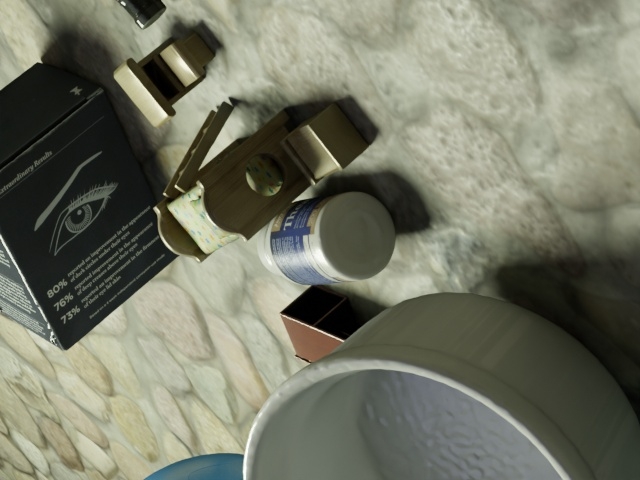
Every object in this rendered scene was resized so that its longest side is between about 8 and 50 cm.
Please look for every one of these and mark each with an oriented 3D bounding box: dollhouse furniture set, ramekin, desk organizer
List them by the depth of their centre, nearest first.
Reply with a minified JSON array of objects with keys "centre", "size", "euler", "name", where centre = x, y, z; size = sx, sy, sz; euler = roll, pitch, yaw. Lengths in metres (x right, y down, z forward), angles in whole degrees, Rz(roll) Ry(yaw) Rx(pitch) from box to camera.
[{"centre":[0.097,0.171,1.206],"size":[0.277,0.135,0.277],"euler":[15,123,24],"name":"ramekin"},{"centre":[-0.083,-0.082,1.268],"size":[0.161,0.101,0.182],"euler":[51,155,-7],"name":"dollhouse furniture set"},{"centre":[0.028,0.083,1.396],"size":[0.130,0.047,0.050],"euler":[20,141,46],"name":"desk organizer"}]

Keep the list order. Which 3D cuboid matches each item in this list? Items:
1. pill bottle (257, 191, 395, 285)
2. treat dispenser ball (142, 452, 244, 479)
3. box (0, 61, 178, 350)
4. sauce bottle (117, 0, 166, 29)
[{"centre":[0.000,0.000,1.294],"size":[0.067,0.067,0.120],"euler":[55,154,-15],"name":"pill bottle"},{"centre":[-0.099,0.360,1.722],"size":[0.288,0.288,0.288],"euler":[37,153,22],"name":"treat dispenser ball"},{"centre":[-0.244,-0.031,1.548],"size":[0.108,0.153,0.207],"euler":[24,145,43],"name":"box"},{"centre":[-0.167,-0.215,1.285],"size":[0.128,0.042,0.042],"euler":[46,156,-1],"name":"sauce bottle"}]
